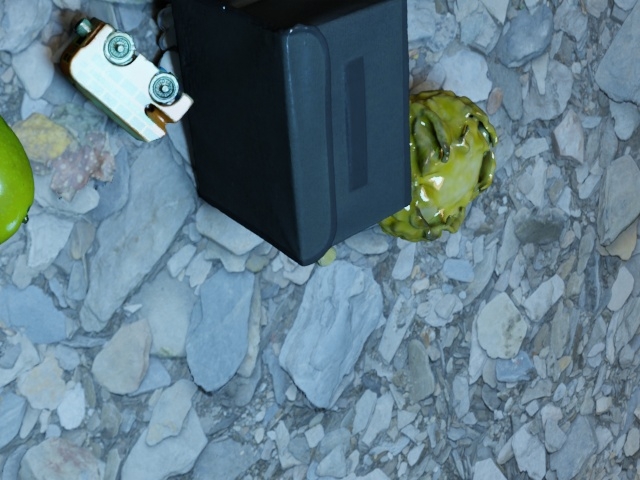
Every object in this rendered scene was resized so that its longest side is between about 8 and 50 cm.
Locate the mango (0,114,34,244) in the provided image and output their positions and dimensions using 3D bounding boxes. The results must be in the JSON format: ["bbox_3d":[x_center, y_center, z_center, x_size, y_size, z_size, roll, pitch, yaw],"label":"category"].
[{"bbox_3d":[-0.462,-0.111,1.481,0.175,0.143,0.293,-48,117,-12],"label":"mango"}]

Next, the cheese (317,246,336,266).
[{"bbox_3d":[0.000,0.000,1.958,0.044,0.030,0.083,-35,116,-20],"label":"cheese"}]

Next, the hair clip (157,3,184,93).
[{"bbox_3d":[-0.173,-0.272,1.731,0.116,0.049,0.172,-8,112,-33],"label":"hair clip"}]

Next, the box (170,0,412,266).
[{"bbox_3d":[-0.037,-0.193,1.695,0.204,0.251,0.345,-28,131,-32],"label":"box"}]

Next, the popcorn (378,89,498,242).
[{"bbox_3d":[0.163,-0.125,1.957,0.250,0.190,0.250,-5,98,-40],"label":"popcorn"}]

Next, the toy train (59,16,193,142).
[{"bbox_3d":[-0.260,-0.212,1.643,0.188,0.072,0.099,40,89,-29],"label":"toy train"}]
